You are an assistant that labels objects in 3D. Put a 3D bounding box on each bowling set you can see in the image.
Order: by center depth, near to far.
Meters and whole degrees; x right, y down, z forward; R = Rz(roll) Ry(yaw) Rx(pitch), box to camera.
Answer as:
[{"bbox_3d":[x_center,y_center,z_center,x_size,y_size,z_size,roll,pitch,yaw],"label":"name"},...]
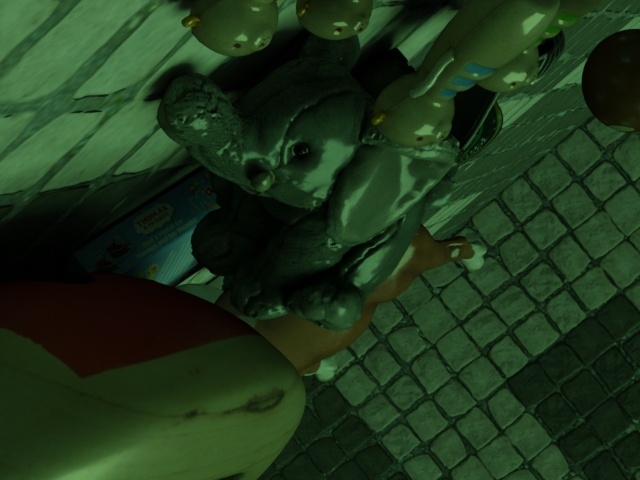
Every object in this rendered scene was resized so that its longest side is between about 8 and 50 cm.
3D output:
[{"bbox_3d":[0.078,-0.108,0.795,0.287,0.200,0.154,-27,168,-45],"label":"bowling set"}]

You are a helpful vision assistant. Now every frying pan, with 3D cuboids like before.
[{"bbox_3d":[0.146,-0.184,1.162,0.326,0.053,0.197,-68,-177,-67],"label":"frying pan"}]

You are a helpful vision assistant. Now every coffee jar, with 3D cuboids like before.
[{"bbox_3d":[0.116,-0.111,1.430,0.096,0.079,0.184,-40,174,17],"label":"coffee jar"}]

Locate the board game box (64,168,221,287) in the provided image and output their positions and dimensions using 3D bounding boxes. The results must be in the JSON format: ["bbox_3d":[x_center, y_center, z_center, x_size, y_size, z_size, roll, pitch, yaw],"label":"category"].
[{"bbox_3d":[-0.106,-0.003,1.137,0.211,0.039,0.160,-36,173,-28],"label":"board game box"}]

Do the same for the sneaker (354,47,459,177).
[{"bbox_3d":[0.027,-0.059,1.239,0.130,0.109,0.286,-27,166,-16],"label":"sneaker"}]

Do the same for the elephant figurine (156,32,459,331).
[{"bbox_3d":[0.002,-0.056,0.954,0.239,0.169,0.186,101,9,-56],"label":"elephant figurine"}]

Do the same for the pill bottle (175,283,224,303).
[{"bbox_3d":[-0.170,0.168,1.409,0.278,0.162,0.162,-45,171,38],"label":"pill bottle"}]

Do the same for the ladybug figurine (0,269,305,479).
[{"bbox_3d":[-0.177,0.126,0.940,0.305,0.162,0.449,-34,167,16],"label":"ladybug figurine"}]

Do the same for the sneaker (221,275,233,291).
[{"bbox_3d":[0.000,0.000,1.453,0.221,0.083,0.087,-35,-172,12],"label":"sneaker"}]

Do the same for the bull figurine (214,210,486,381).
[{"bbox_3d":[-0.017,0.054,1.205,0.310,0.101,0.188,-34,164,30],"label":"bull figurine"}]

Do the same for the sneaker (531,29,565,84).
[{"bbox_3d":[0.196,-0.187,1.418,0.075,0.063,0.170,-36,172,39],"label":"sneaker"}]

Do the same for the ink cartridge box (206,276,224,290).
[{"bbox_3d":[-0.058,0.068,1.589,0.180,0.104,0.060,-36,172,-24],"label":"ink cartridge box"}]
